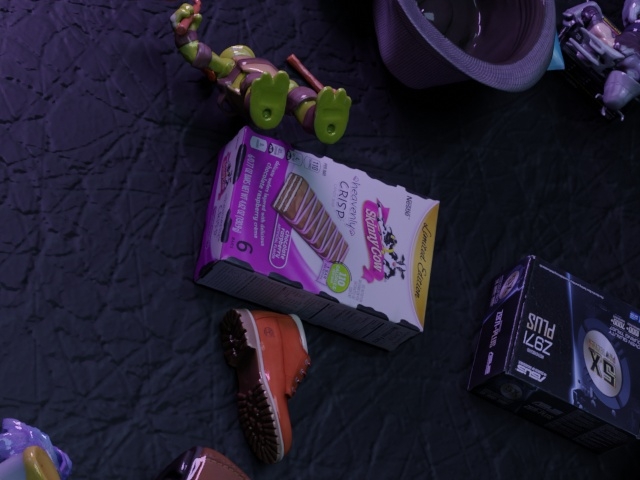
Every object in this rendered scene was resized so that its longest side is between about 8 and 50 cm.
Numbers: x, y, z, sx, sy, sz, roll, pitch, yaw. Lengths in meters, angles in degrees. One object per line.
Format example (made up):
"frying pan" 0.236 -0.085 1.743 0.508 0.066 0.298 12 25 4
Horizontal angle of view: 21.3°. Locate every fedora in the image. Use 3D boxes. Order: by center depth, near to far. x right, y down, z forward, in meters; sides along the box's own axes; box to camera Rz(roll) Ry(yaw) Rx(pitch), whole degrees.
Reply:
"fedora" 0.140 -0.257 1.897 0.243 0.124 0.275 33 49 -19

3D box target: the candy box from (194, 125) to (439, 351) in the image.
"candy box" 0.000 0.000 1.746 0.233 0.071 0.159 20 60 -21

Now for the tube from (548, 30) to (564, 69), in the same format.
"tube" 0.241 -0.293 2.016 0.080 0.052 0.207 -6 68 10

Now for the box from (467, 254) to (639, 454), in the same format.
"box" 0.265 0.124 1.836 0.180 0.077 0.147 27 59 -17

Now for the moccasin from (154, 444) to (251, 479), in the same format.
"moccasin" -0.144 0.358 1.479 0.147 0.139 0.380 38 42 -9

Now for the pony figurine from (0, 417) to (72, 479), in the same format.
"pony figurine" -0.328 0.289 1.293 0.363 0.303 0.351 -28 94 9

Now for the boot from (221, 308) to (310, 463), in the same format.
"boot" -0.040 0.141 1.674 0.084 0.059 0.158 2 68 -34

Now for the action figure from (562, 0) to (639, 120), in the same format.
"action figure" 0.384 -0.249 2.008 0.185 0.099 0.285 39 59 -19

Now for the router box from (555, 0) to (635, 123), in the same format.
"router box" 0.335 -0.215 2.043 0.122 0.038 0.092 42 56 -8

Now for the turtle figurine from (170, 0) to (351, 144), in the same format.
"turtle figurine" -0.072 -0.162 1.725 0.269 0.217 0.087 28 97 -28
